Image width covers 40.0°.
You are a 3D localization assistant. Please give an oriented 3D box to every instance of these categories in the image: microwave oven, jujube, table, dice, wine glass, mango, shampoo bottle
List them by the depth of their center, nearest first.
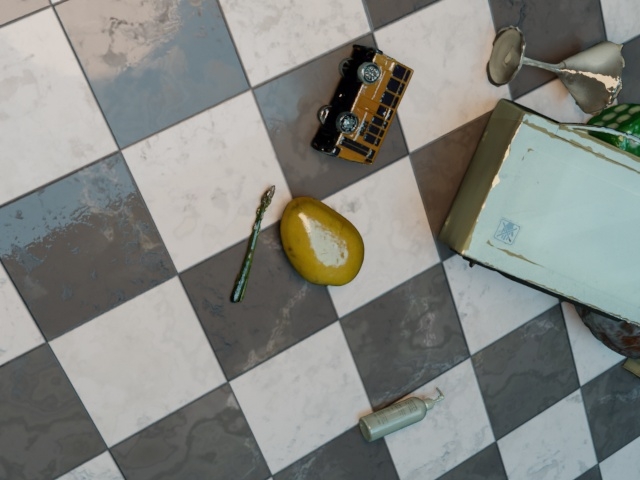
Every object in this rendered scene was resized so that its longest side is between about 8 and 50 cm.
[{"bbox_3d":[0.000,0.000,1.615,0.137,0.098,0.195,-35,112,-8],"label":"mango"},{"bbox_3d":[0.474,-0.056,1.675,0.394,0.247,0.333,22,99,-7],"label":"microwave oven"},{"bbox_3d":[0.447,-0.334,1.692,0.232,0.156,0.156,8,104,-23],"label":"wine glass"},{"bbox_3d":[0.631,-0.209,1.828,0.128,0.131,0.120,-33,116,-11],"label":"dice"},{"bbox_3d":[0.178,0.364,1.849,0.195,0.056,0.056,-18,114,-19],"label":"shampoo bottle"},{"bbox_3d":[0.697,0.133,1.928,0.308,0.215,0.246,24,93,-35],"label":"jujube"},{"bbox_3d":[0.791,0.297,2.121,0.079,0.062,0.083,34,90,-32],"label":"table"}]

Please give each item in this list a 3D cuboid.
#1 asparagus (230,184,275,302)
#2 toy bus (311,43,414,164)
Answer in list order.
[{"bbox_3d":[-0.122,0.006,1.598,0.023,0.022,0.233,21,103,14],"label":"asparagus"},{"bbox_3d":[0.074,-0.235,1.566,0.114,0.098,0.201,20,96,-30],"label":"toy bus"}]
